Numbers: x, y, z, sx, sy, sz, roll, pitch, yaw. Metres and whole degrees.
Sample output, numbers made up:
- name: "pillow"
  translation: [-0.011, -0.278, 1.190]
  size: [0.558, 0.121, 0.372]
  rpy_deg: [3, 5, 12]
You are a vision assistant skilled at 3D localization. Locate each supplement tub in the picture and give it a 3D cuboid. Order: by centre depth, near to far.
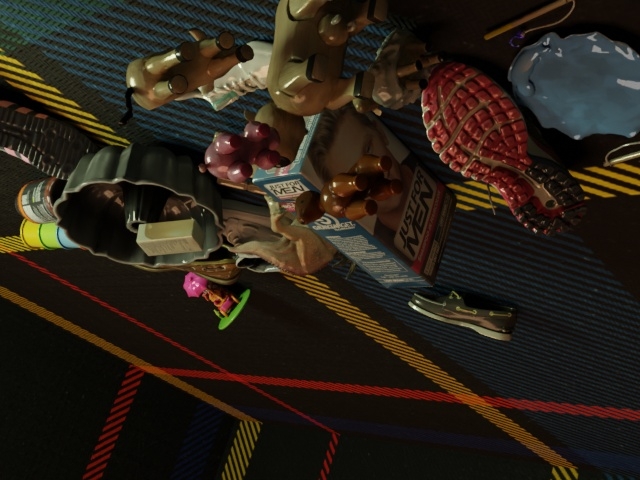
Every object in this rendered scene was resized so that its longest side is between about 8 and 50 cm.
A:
- name: "supplement tub"
  translation: [-0.622, -0.092, 1.914]
  size: [0.198, 0.106, 0.106]
  rpy_deg: [-4, 148, 45]

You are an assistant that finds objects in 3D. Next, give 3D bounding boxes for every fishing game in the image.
- name: "fishing game"
  translation: [0.325, -0.190, 1.026]
  size: [0.264, 0.041, 0.189]
  rpy_deg: [37, 152, -20]

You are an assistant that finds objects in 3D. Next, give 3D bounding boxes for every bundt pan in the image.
- name: "bundt pan"
  translation: [-0.346, -0.077, 1.639]
  size: [0.331, 0.124, 0.331]
  rpy_deg: [1, 151, 1]

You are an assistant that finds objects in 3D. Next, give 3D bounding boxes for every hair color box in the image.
- name: "hair color box"
  translation: [0.067, -0.078, 1.308]
  size: [0.105, 0.174, 0.347]
  rpy_deg: [-5, 148, 43]

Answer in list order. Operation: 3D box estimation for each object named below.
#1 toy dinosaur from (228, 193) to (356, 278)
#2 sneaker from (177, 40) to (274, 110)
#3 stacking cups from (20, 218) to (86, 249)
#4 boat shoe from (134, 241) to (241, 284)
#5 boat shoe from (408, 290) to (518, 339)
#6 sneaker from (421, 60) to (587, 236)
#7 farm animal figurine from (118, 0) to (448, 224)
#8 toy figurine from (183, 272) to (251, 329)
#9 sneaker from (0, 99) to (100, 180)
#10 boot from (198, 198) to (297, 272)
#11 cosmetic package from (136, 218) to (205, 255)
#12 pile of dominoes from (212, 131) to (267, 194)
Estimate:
- name: "toy dinosaur"
  translation: [0.000, 0.000, 1.455]
  size: [0.127, 0.295, 0.200]
  rpy_deg: [20, 134, 56]
- name: "sneaker"
  translation: [-0.125, -0.230, 1.216]
  size: [0.212, 0.094, 0.080]
  rpy_deg: [4, 152, 32]
- name: "stacking cups"
  translation: [-0.609, -0.012, 2.105]
  size: [0.316, 0.096, 0.096]
  rpy_deg: [5, 154, 28]
- name: "boat shoe"
  translation: [-0.328, 0.015, 1.944]
  size: [0.307, 0.111, 0.104]
  rpy_deg: [10, 154, -4]
- name: "boat shoe"
  translation: [0.303, 0.144, 1.776]
  size: [0.227, 0.069, 0.081]
  rpy_deg: [17, -167, 11]
- name: "sneaker"
  translation: [0.242, -0.128, 1.153]
  size: [0.121, 0.112, 0.299]
  rpy_deg: [-37, 116, 20]
- name: "farm animal figurine"
  translation: [-0.045, -0.181, 0.982]
  size: [0.330, 0.327, 0.172]
  rpy_deg: [35, 160, -30]
- name: "toy figurine"
  translation: [-0.285, 0.132, 2.196]
  size: [0.159, 0.130, 0.173]
  rpy_deg: [39, 178, -12]
- name: "sneaker"
  translation: [-0.580, -0.217, 1.639]
  size: [0.319, 0.112, 0.131]
  rpy_deg: [25, -170, -31]
- name: "boot"
  translation: [-0.160, -0.006, 1.718]
  size: [0.258, 0.123, 0.095]
  rpy_deg: [7, 155, 26]
- name: "cosmetic package"
  translation: [-0.285, -0.006, 1.595]
  size: [0.115, 0.041, 0.060]
  rpy_deg: [-5, 149, 12]
- name: "pile of dominoes"
  translation: [-0.073, -0.134, 1.501]
  size: [0.251, 0.040, 0.196]
  rpy_deg: [12, 158, -5]
